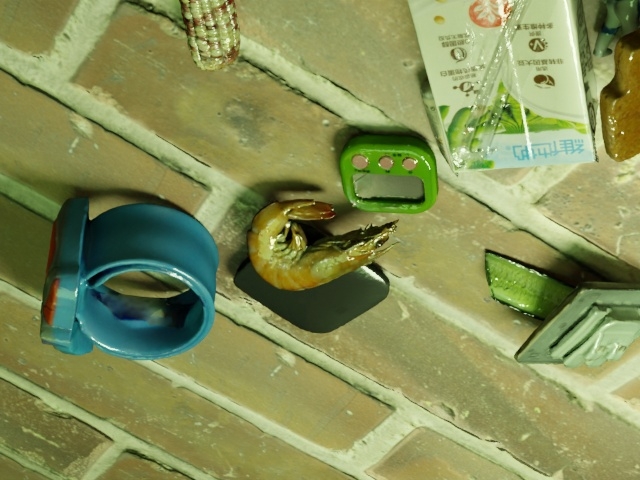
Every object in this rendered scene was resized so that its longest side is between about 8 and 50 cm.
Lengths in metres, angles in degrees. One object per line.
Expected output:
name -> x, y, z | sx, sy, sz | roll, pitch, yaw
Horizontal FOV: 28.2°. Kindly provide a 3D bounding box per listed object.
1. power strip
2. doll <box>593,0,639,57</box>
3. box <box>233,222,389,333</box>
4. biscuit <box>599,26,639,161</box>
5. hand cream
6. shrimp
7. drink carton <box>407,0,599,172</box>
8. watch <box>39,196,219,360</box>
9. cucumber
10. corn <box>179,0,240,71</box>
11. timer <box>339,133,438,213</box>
power strip -> 0.416, 0.145, 1.899 | 0.198, 0.065, 0.213 | 1, 142, -28
doll -> 0.370, -0.300, 1.501 | 0.057, 0.114, 0.227 | -10, 128, -9
box -> -0.015, 0.065, 2.025 | 0.201, 0.042, 0.212 | 34, 134, -18
biscuit -> 0.427, -0.215, 1.496 | 0.278, 0.043, 0.301 | 13, 127, -40
hand cream -> 0.168, -0.157, 1.740 | 0.039, 0.061, 0.143 | -22, 129, -5
shrimp -> 0.000, 0.000, 1.901 | 0.248, 0.068, 0.150 | -11, 116, 20
drink carton -> 0.230, -0.246, 1.571 | 0.194, 0.132, 0.325 | -3, 135, 19
watch -> -0.304, 0.095, 2.031 | 0.274, 0.241, 0.305 | 4, 137, -7
cucumber -> 0.340, 0.089, 1.928 | 0.220, 0.070, 0.046 | 20, 166, -1
corn -> -0.152, -0.329, 1.651 | 0.079, 0.079, 0.237 | 2, 131, 15
timer -> 0.099, -0.096, 1.825 | 0.140, 0.047, 0.128 | 3, 133, 14
